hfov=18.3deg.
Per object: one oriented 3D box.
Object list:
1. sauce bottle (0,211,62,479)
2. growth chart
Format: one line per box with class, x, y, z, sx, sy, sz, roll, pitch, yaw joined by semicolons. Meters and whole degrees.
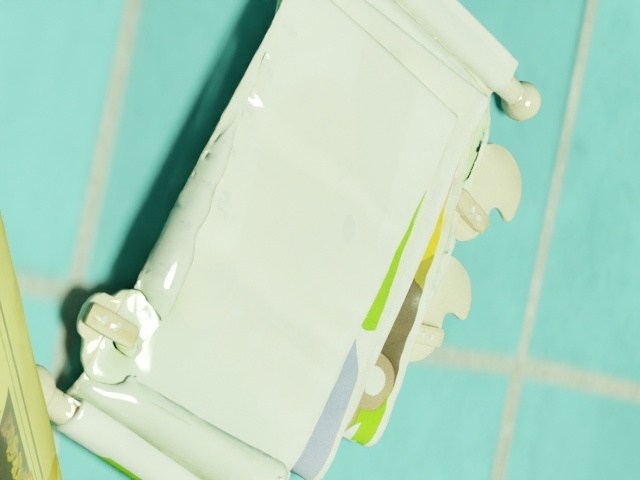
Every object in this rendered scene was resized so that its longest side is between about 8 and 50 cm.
sauce bottle;-0.122;0.004;0.420;0.111;0.111;0.344;-50;154;-30
growth chart;0.000;0.000;0.713;0.172;0.021;0.237;49;62;-42
